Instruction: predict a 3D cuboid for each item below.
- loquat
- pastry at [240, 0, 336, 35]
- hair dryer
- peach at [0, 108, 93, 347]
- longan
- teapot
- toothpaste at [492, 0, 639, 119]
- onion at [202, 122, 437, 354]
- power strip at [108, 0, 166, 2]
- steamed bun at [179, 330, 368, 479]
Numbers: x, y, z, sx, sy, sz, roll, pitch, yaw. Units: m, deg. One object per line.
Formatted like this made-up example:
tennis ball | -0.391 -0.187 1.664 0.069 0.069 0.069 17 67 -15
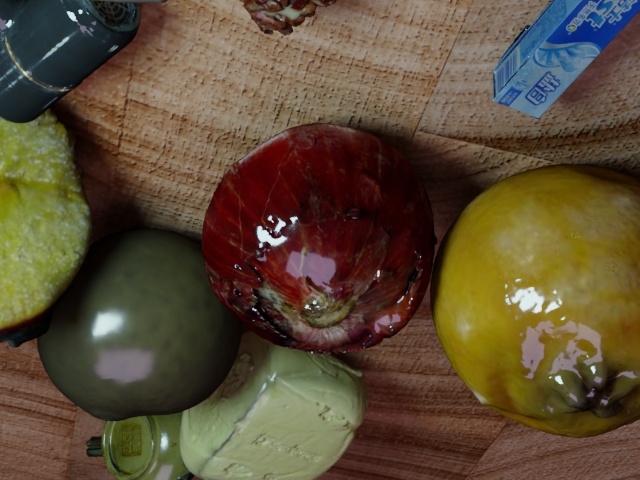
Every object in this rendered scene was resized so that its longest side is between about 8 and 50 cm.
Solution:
loquat | 0.286 0.070 1.408 0.328 0.328 0.328 4 142 3
pastry | -0.060 -0.293 1.163 0.115 0.097 0.208 -16 137 10
hair dryer | -0.362 -0.280 1.224 0.189 0.107 0.352 -29 125 33
peach | -0.467 -0.032 1.370 0.416 0.339 0.353 8 172 -7
longan | -0.227 0.110 1.565 0.258 0.258 0.258 4 142 3
teapot | -0.248 0.319 1.933 0.269 0.173 0.182 -15 163 38
toothpaste | 0.269 -0.228 1.232 0.066 0.053 0.272 20 140 -17
onion | 0.000 0.000 1.410 0.276 0.276 0.276 4 142 3
power strip | -0.177 -0.296 1.129 0.078 0.154 0.154 2 142 1
steamed bun | -0.073 0.248 1.791 0.232 0.166 0.273 18 122 -35
